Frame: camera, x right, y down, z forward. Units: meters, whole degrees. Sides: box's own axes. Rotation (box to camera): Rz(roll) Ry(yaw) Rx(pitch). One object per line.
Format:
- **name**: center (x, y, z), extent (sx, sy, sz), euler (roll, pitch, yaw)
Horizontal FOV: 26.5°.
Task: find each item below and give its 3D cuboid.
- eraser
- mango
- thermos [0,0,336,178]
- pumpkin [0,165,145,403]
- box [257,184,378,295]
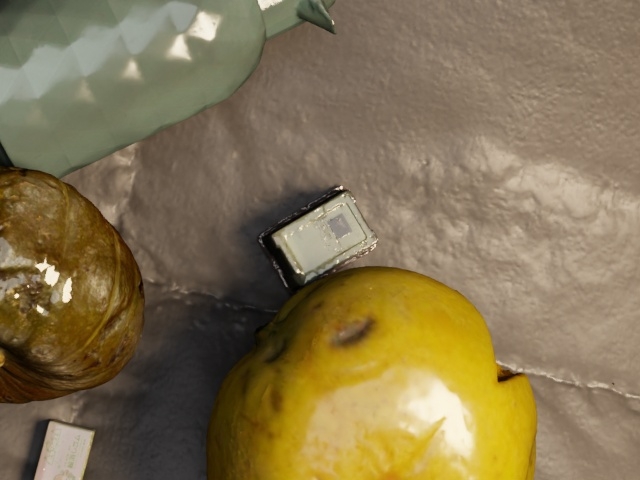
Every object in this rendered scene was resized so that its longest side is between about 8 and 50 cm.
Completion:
- **eraser**: center (-0.205, 0.185, 1.067), extent (0.038, 0.019, 0.083), euler (14, 87, -8)
- **mango**: center (0.043, 0.200, 1.029), extent (0.252, 0.182, 0.365), euler (-7, 101, -10)
- **thermos**: center (-0.134, -0.167, 1.031), extent (0.286, 0.145, 0.182), euler (-27, 59, -9)
- **pumpkin**: center (-0.231, 0.045, 0.970), extent (0.218, 0.219, 0.162), euler (11, 57, -7)
- **box**: center (0.000, 0.000, 1.075), extent (0.084, 0.063, 0.060), euler (-30, 93, -5)
